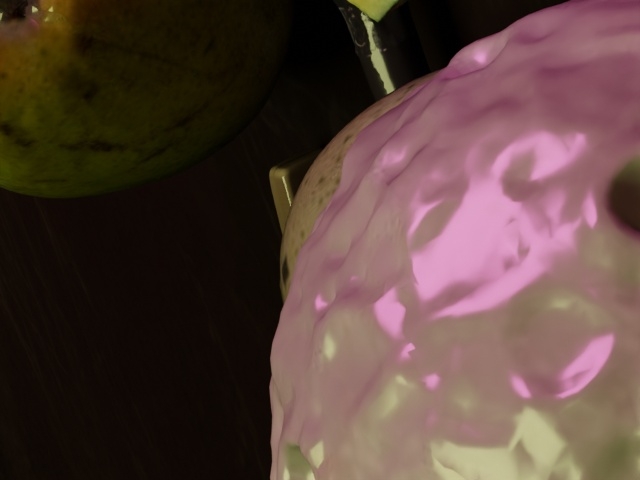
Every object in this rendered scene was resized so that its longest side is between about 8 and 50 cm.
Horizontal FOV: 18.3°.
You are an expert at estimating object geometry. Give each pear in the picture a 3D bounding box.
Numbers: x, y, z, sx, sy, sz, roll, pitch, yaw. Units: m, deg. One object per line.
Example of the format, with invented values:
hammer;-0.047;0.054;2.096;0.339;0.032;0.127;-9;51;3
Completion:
pear;-0.139;-0.149;1.146;0.307;0.253;0.252;-34;-79;-79

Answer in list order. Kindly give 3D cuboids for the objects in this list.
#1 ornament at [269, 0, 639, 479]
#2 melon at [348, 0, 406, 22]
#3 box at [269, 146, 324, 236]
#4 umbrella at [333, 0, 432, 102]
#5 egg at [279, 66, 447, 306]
ornament;0.147;0.053;0.751;0.337;0.337;0.337;41;144;39
melon;-0.050;-0.224;0.914;0.323;0.196;0.124;31;107;7
box;0.000;0.000;1.273;0.025;0.048;0.115;6;117;52
umbrella;-0.005;-0.205;1.066;0.118;0.118;0.340;0;115;61
egg;0.076;-0.001;1.001;0.177;0.177;0.228;54;134;22
